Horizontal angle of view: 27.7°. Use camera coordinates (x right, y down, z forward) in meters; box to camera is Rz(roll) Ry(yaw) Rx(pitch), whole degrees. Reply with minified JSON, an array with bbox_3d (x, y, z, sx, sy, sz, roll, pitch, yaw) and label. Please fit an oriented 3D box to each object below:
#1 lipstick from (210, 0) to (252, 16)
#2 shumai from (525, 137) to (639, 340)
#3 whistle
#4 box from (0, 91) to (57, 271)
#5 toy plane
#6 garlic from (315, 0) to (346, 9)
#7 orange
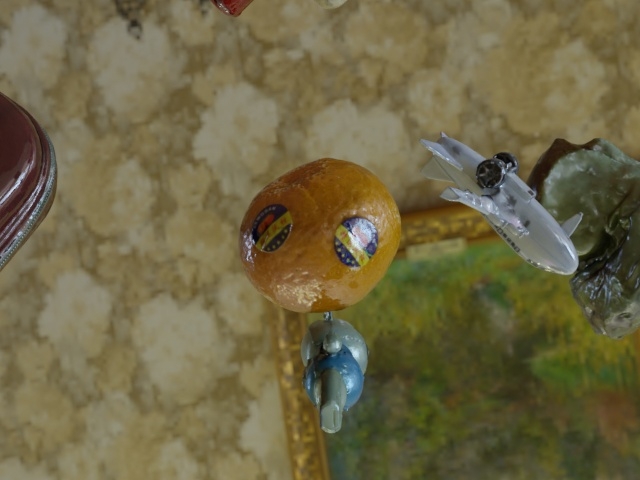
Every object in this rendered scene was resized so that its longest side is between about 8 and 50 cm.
[{"bbox_3d":[-0.008,-0.332,1.252,0.280,0.073,0.073,-42,173,6],"label":"lipstick"},{"bbox_3d":[0.416,-0.036,1.810,0.304,0.263,0.309,-37,163,-41],"label":"shumai"},{"bbox_3d":[0.016,0.143,1.399,0.077,0.113,0.235,1,-164,0],"label":"whistle"},{"bbox_3d":[-0.455,-0.002,1.327,0.263,0.404,0.108,32,161,20],"label":"box"},{"bbox_3d":[0.160,-0.035,1.131,0.065,0.171,0.162,-57,169,19],"label":"toy plane"},{"bbox_3d":[0.005,-0.245,1.215,0.041,0.053,0.083,-43,163,4],"label":"garlic"},{"bbox_3d":[0.000,-0.003,1.369,0.178,0.155,0.177,-34,-157,16],"label":"orange"}]
